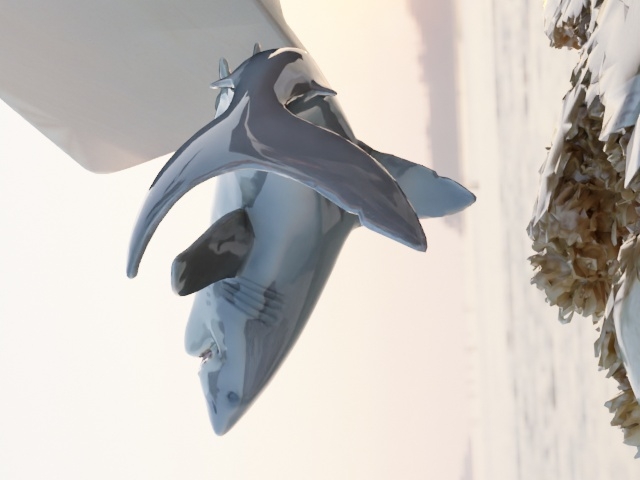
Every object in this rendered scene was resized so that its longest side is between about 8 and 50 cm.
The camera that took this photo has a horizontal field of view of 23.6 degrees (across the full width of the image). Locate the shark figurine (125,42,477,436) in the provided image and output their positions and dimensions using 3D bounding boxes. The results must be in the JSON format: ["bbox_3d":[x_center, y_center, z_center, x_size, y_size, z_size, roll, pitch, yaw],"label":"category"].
[{"bbox_3d":[0.005,-0.023,0.592,0.278,0.116,0.166,102,180,-72],"label":"shark figurine"}]

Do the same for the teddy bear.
[{"bbox_3d":[0.161,-0.057,0.551,0.338,0.113,0.245,-97,25,-74],"label":"teddy bear"}]

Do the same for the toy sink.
[{"bbox_3d":[-0.114,-0.157,0.807,0.234,0.152,0.131,45,-151,-60],"label":"toy sink"}]
